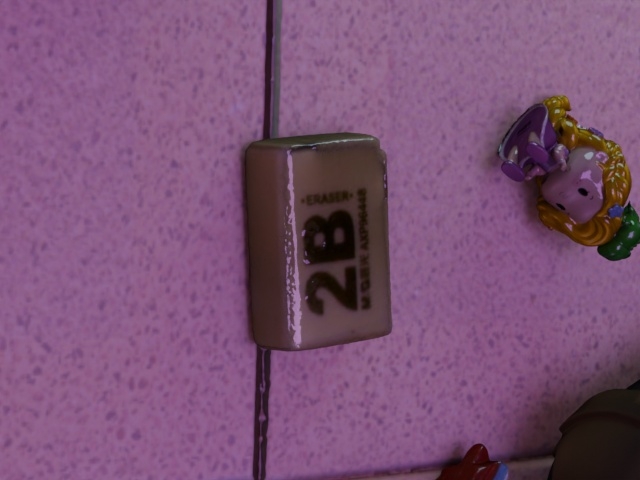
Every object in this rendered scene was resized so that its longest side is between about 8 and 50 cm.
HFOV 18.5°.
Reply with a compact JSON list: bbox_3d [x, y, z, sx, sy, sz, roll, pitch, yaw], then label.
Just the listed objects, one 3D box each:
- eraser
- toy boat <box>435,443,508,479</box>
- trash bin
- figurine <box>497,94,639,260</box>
[{"bbox_3d":[0.000,0.000,1.618,0.117,0.058,0.172,-7,98,-37],"label":"eraser"},{"bbox_3d":[0.112,0.261,1.720,0.059,0.069,0.173,47,62,-22],"label":"toy boat"},{"bbox_3d":[0.339,0.209,1.805,0.334,0.214,0.214,-33,113,-38],"label":"trash bin"},{"bbox_3d":[0.239,-0.062,1.777,0.156,0.095,0.115,39,49,-14],"label":"figurine"}]
